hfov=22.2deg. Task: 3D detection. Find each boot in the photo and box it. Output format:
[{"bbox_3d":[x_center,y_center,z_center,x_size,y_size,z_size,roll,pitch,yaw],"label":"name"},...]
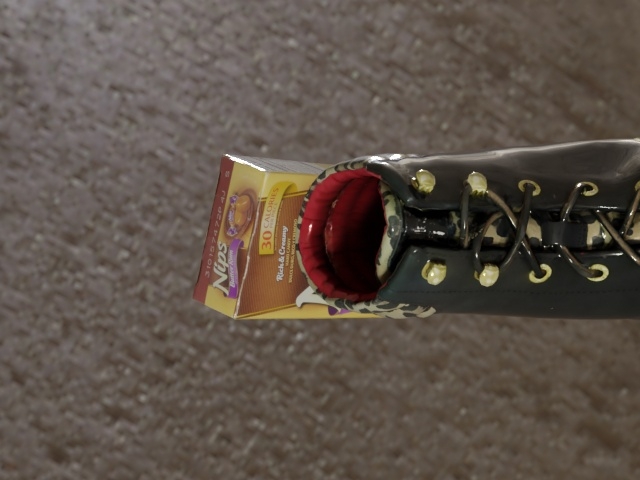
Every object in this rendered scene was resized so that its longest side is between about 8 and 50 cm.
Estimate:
[{"bbox_3d":[0.115,-0.002,0.663,0.179,0.236,0.085,-2,90,-29],"label":"boot"}]

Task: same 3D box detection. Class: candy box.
[{"bbox_3d":[0.000,0.000,1.193,0.187,0.109,0.053,2,15,-44],"label":"candy box"}]
